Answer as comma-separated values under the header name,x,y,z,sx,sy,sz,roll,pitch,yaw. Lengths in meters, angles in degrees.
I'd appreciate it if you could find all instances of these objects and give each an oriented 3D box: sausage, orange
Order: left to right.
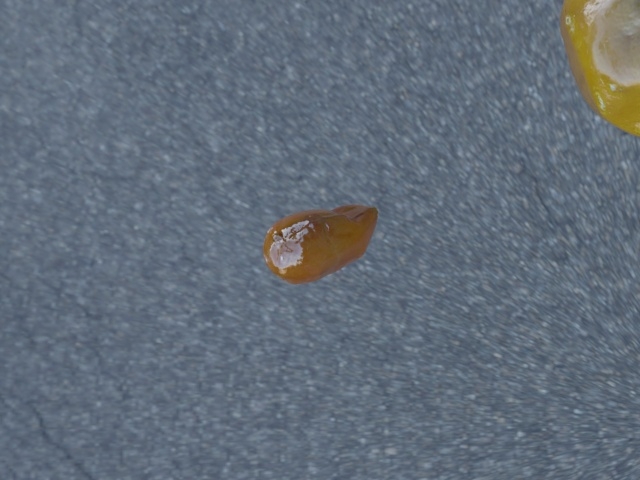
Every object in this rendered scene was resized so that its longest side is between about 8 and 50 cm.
name,x,y,z,sx,sy,sz,roll,pitch,yaw
sausage,0.000,0.000,1.352,0.089,0.179,0.089,22,121,43
orange,0.371,-0.233,1.118,0.249,0.183,0.248,-1,81,4
